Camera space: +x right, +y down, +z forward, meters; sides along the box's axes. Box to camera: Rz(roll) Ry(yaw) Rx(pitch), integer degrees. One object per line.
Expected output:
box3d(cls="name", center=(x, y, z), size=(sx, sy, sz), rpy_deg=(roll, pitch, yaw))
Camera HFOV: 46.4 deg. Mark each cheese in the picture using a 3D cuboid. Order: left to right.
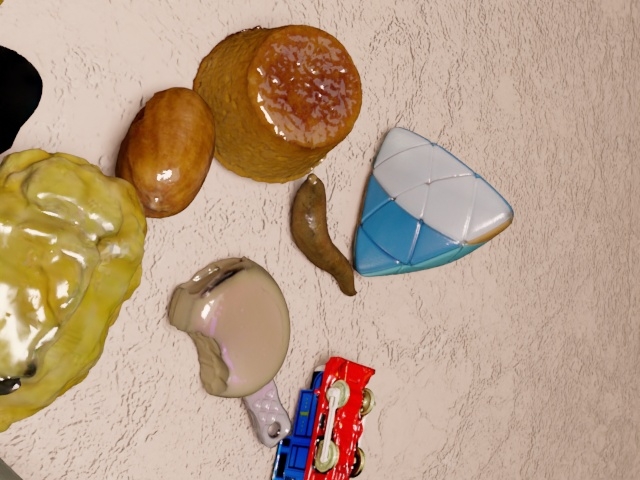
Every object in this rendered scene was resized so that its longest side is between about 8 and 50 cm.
box3d(cls="cheese", center=(-0.100, 0.163, 1.013), size=(0.163, 0.082, 0.286), rpy_deg=(-31, 115, -33))

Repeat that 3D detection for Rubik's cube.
box3d(cls="Rubik's cube", center=(0.207, -0.025, 1.165), size=(0.254, 0.254, 0.255), rpy_deg=(-6, 99, -40))

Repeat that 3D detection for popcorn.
box3d(cls="popcorn", center=(-0.301, 0.046, 0.744), size=(0.252, 0.215, 0.286), rpy_deg=(28, 81, -46))

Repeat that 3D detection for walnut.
box3d(cls="walnut", center=(-0.179, -0.110, 0.875), size=(0.116, 0.115, 0.207), rpy_deg=(42, 38, -36))

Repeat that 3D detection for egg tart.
box3d(cls="egg tart", center=(-0.044, -0.181, 0.958), size=(0.215, 0.171, 0.215), rpy_deg=(0, 90, -27))

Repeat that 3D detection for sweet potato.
box3d(cls="sweet potato", center=(-0.001, 0.002, 1.098), size=(0.069, 0.059, 0.250), rpy_deg=(-29, 127, -10))

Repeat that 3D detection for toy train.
box3d(cls="toy train", center=(0.007, 0.279, 1.098), size=(0.082, 0.131, 0.204), rpy_deg=(25, 68, -34))

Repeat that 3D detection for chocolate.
box3d(cls="chocolate", center=(-0.366, -0.133, 0.745), size=(0.125, 0.080, 0.149), rpy_deg=(36, 60, -28))

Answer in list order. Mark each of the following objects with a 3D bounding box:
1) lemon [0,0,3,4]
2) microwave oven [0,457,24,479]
box3d(cls="lemon", center=(-0.356, -0.261, 0.740), size=(0.110, 0.082, 0.082), rpy_deg=(-26, 112, -43))
box3d(cls="microwave oven", center=(-0.365, 0.318, 0.661), size=(0.237, 0.295, 0.181), rpy_deg=(-3, 98, -41))
